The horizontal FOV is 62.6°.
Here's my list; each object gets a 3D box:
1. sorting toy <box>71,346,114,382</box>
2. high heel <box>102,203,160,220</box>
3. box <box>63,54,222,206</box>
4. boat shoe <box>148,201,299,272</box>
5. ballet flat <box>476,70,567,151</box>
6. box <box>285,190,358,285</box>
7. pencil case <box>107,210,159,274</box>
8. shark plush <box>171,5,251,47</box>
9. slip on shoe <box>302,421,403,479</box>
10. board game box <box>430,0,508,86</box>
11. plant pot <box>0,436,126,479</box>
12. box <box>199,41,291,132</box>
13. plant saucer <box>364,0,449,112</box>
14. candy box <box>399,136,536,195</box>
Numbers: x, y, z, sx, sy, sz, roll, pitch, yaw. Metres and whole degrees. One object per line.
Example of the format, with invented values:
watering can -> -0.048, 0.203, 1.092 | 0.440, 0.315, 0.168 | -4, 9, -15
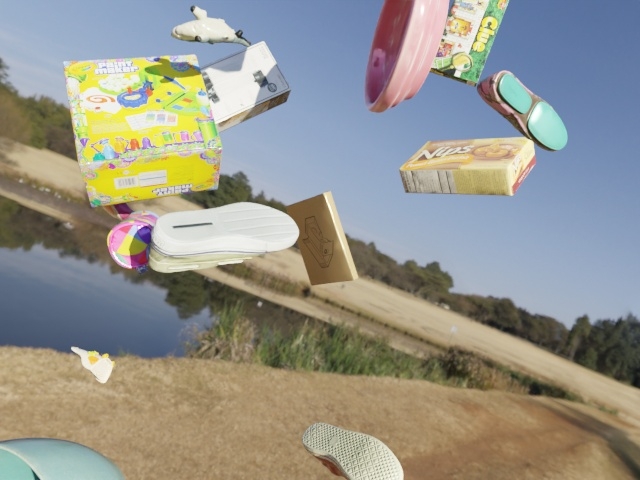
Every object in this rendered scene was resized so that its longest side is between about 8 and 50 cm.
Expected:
sorting toy -> -0.461, 0.239, 1.054 | 0.075, 0.044, 0.083 | 24, -31, 13
high heel -> -0.499, -0.089, 1.410 | 0.082, 0.117, 0.244 | 22, -31, 36
box -> -0.402, -0.256, 1.205 | 0.290, 0.279, 0.177 | -10, -24, -19
boat shoe -> -0.178, -0.004, 0.983 | 0.303, 0.094, 0.109 | -3, 52, -40
ballet flat -> 0.387, -0.249, 1.021 | 0.222, 0.076, 0.079 | 30, -3, -26
box -> 0.000, 0.000, 1.194 | 0.021, 0.201, 0.164 | -20, 4, -35
pencil case -> -0.370, -0.005, 1.080 | 0.105, 0.104, 0.236 | 25, 2, -18
shark plush -> -0.216, -0.422, 1.066 | 0.161, 0.073, 0.067 | -19, -1, -40
slip on shoe -> 0.085, 0.558, 1.338 | 0.331, 0.123, 0.101 | 0, -52, 51
board game box -> 0.384, -0.537, 1.366 | 0.136, 0.259, 0.030 | 21, -7, 5
plant pot -> -0.423, 0.442, 0.833 | 0.290, 0.290, 0.195 | 22, 6, 23
box -> -0.251, -0.425, 1.494 | 0.169, 0.290, 0.087 | 59, -17, 2
plant saucer -> 0.180, -0.429, 1.108 | 0.084, 0.331, 0.332 | 11, -2, -9
candy box -> 0.401, -0.205, 1.452 | 0.317, 0.183, 0.087 | 6, -53, 41
